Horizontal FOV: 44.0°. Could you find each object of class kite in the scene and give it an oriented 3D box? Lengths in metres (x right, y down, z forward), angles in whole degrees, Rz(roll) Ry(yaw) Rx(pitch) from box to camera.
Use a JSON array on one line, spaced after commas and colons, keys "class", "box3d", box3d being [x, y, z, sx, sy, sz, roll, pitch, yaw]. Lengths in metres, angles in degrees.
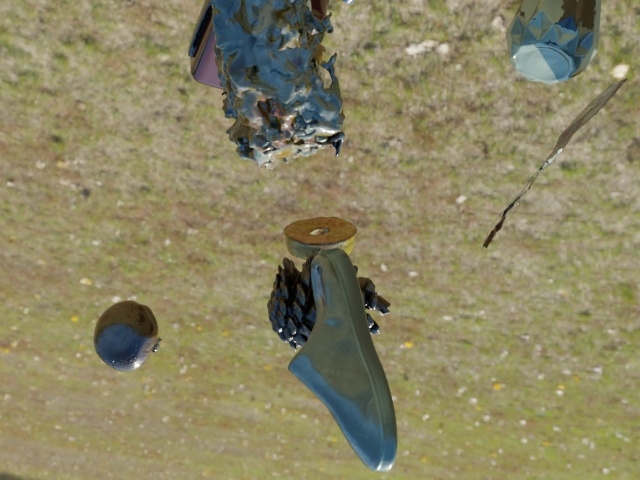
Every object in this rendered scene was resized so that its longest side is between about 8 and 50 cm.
[{"class": "kite", "box3d": [0.388, -0.133, 1.351, 0.022, 0.360, 0.204, 38, 175, 3]}]

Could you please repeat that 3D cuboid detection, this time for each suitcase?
[{"class": "suitcase", "box3d": [-0.131, -0.434, 1.605, 0.236, 0.161, 0.297, 11, 151, -20]}]

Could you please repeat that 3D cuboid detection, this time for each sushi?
[{"class": "sushi", "box3d": [-0.079, -0.297, 1.132, 0.176, 0.417, 0.417, -8, 158, -4]}]

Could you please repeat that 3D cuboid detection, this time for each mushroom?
[{"class": "mushroom", "box3d": [-0.347, 0.169, 1.410, 0.127, 0.127, 0.087, 5, 173, 14]}]

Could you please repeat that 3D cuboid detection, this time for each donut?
[{"class": "donut", "box3d": [0.000, 0.000, 1.634, 0.152, 0.152, 0.058, 6, 114, 10]}]

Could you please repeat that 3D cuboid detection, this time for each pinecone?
[{"class": "pinecone", "box3d": [0.011, 0.111, 1.409, 0.205, 0.179, 0.184, -14, 153, 20]}]

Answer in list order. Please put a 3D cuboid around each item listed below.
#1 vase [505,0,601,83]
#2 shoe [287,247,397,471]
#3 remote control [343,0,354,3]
[{"class": "vase", "box3d": [0.453, -0.465, 1.452, 0.165, 0.360, 0.165, 18, 158, 8]}, {"class": "shoe", "box3d": [0.009, 0.104, 0.680, 0.078, 0.195, 0.079, -8, 166, -10]}, {"class": "remote control", "box3d": [0.012, -0.507, 1.485, 0.152, 0.043, 0.027, 41, 147, -13]}]
